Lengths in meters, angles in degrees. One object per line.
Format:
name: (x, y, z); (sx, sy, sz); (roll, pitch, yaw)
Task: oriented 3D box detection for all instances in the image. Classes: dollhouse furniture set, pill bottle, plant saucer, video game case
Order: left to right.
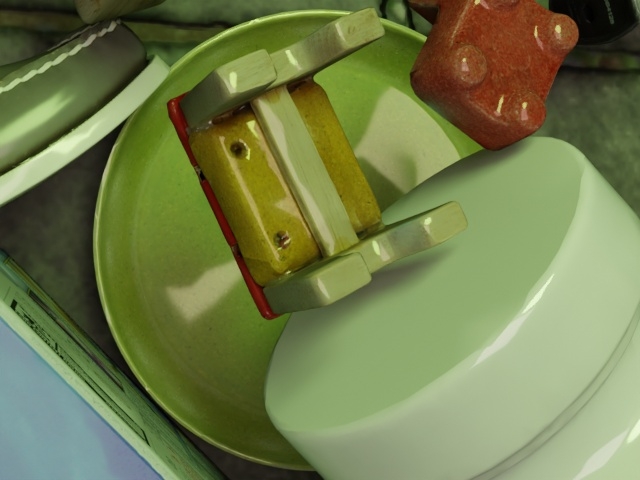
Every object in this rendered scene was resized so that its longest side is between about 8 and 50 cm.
video game case: (-0.070, 0.122, 0.500); (0.061, 0.244, 0.269); (-44, 100, -8)
dollhouse furniture set: (-0.029, -0.171, 0.520); (0.201, 0.152, 0.374); (-27, 96, -29)
plant saucer: (0.000, 0.000, 0.620); (0.241, 0.037, 0.241); (-1, 92, -14)
pill bottle: (0.152, 0.141, 0.545); (0.210, 0.210, 0.363); (-46, 111, -8)

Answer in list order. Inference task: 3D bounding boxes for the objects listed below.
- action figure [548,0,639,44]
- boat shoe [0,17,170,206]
action figure: (0.253, -0.188, 0.647); (0.285, 0.099, 0.185); (-20, 87, -16)
boat shoe: (-0.215, -0.030, 0.531); (0.305, 0.109, 0.091); (-31, 103, -7)
